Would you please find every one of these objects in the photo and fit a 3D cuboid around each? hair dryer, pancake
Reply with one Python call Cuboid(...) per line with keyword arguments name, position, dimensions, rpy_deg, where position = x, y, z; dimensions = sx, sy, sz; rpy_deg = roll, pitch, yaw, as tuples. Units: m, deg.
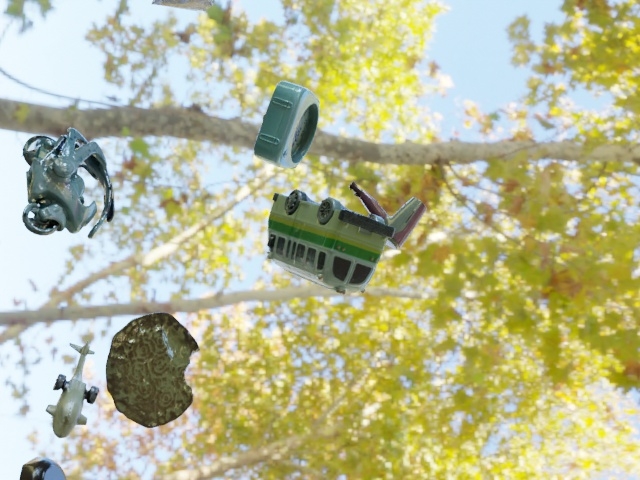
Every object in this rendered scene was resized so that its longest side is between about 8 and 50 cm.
Cuboid(name="hair dryer", position=(0.119, -0.066, 1.611), dimensions=(0.106, 0.154, 0.054), rpy_deg=(-54, 179, -10))
Cuboid(name="pancake", position=(-0.340, 0.262, 1.684), dimensions=(0.029, 0.211, 0.235), rpy_deg=(-13, -120, 50))

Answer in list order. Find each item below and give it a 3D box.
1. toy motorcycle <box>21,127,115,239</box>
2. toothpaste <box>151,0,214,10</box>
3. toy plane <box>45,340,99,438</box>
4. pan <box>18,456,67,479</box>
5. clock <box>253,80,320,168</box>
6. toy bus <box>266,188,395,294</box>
Cuboid(name="toy motorcycle", position=(-0.563, -0.118, 1.836), dimensions=(0.154, 0.206, 0.260), rpy_deg=(-40, -128, 43))
Cuboid(name="toothpaste", position=(-0.291, -0.542, 1.782), dimensions=(0.114, 0.073, 0.299), rpy_deg=(-44, -176, 11))
Cuboid(name="toy plane", position=(-0.524, 0.311, 1.751), dimensions=(0.108, 0.092, 0.286), rpy_deg=(-55, -158, 31))
Cuboid(name="pan", position=(-0.592, 0.534, 1.849), dimensions=(0.048, 0.202, 0.129), rpy_deg=(-18, -88, 17))
Cuboid(name="clock", position=(-0.084, -0.310, 2.290), dimensions=(0.094, 0.274, 0.224), rpy_deg=(22, -87, 12))
Cuboid(name="toy bus", position=(0.000, 0.000, 1.595), dimensions=(0.276, 0.133, 0.165), rpy_deg=(17, -92, 58))
